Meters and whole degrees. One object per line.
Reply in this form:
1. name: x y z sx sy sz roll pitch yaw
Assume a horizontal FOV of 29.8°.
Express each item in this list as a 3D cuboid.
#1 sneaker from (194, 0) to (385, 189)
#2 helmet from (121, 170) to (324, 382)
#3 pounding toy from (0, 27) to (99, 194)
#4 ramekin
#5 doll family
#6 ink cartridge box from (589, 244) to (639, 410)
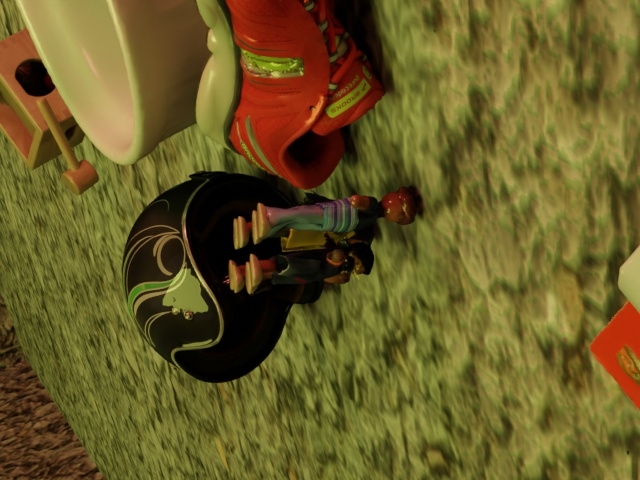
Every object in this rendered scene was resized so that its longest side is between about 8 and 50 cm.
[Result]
1. sneaker: -0.007 -0.132 0.774 0.118 0.107 0.279 38 155 15
2. helmet: -0.092 0.033 1.038 0.161 0.169 0.169 -39 77 53
3. pounding toy: -0.323 -0.158 1.483 0.206 0.094 0.181 53 153 4
4. ramekin: -0.145 -0.209 0.922 0.277 0.135 0.277 50 155 35
5. doll family: 0.000 0.000 0.858 0.193 0.111 0.076 -177 85 -78
6. ink cartridge box: 0.198 0.087 0.534 0.189 0.066 0.232 54 154 18
